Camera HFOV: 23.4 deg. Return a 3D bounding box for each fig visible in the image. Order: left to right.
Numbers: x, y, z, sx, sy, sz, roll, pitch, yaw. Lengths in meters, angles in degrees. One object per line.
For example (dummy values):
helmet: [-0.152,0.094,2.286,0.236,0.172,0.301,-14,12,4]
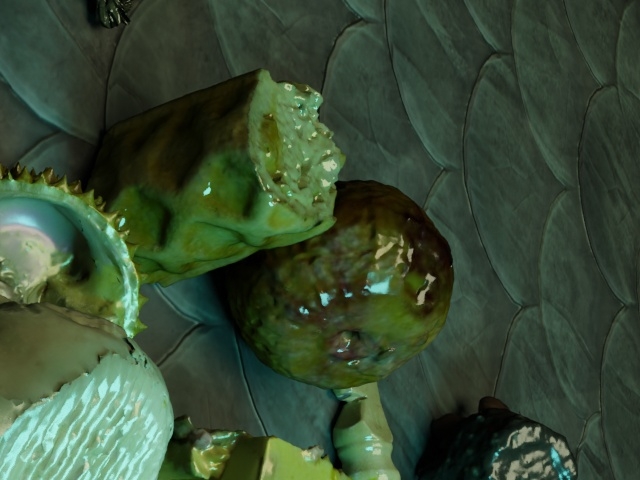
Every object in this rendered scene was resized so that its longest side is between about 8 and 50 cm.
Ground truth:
fig: [0.000,0.000,1.956,0.286,0.286,0.369,42,18,-45]

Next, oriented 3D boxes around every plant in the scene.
plant: [0.252,0.330,2.260,0.178,0.234,0.204,27,81,-28]

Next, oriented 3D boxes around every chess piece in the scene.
chess piece: [0.056,0.261,2.095,0.090,0.090,0.200,22,54,-53]

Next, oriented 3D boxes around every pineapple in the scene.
pineapple: [-0.253,-0.319,1.756,0.074,0.074,0.159,-50,129,-49]

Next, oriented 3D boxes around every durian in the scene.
durian: [-0.274,0.050,1.560,0.166,0.172,0.306,-39,129,-49]

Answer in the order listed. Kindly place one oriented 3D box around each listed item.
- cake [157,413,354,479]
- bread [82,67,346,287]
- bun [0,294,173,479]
cake: [-0.106,0.336,1.687,0.286,0.222,0.227,40,50,-45]
bread: [-0.121,-0.065,1.743,0.196,0.252,0.239,50,40,-33]
bun: [-0.306,0.194,1.385,0.359,0.211,0.360,-40,147,-33]
